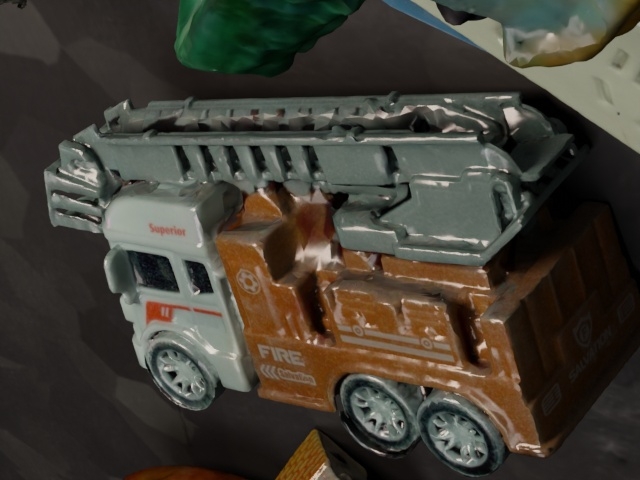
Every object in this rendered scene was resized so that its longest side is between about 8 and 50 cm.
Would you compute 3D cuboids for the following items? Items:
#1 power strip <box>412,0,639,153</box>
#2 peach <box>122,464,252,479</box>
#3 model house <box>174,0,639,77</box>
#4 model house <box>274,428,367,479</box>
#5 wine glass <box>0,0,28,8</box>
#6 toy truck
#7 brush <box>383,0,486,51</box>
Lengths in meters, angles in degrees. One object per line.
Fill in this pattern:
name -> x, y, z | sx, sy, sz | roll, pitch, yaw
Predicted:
power strip -> 0.121, -0.104, 0.832 | 0.385, 0.062, 0.091 | 35, 153, 8
peach -> -0.084, 0.280, 1.465 | 0.235, 0.214, 0.214 | -18, 119, 45
model house -> 0.112, -0.162, 0.647 | 0.248, 0.230, 0.280 | 17, 155, -11
model house -> 0.017, 0.197, 1.358 | 0.100, 0.088, 0.100 | 24, -166, -45
wine glass -> -0.234, -0.253, 0.951 | 0.143, 0.143, 0.321 | 16, 144, 35
toy truck -> 0.000, 0.000, 1.050 | 0.338, 0.133, 0.184 | 9, 129, 38
brush -> 0.031, -0.128, 0.951 | 0.164, 0.014, 0.051 | 26, 149, 20
